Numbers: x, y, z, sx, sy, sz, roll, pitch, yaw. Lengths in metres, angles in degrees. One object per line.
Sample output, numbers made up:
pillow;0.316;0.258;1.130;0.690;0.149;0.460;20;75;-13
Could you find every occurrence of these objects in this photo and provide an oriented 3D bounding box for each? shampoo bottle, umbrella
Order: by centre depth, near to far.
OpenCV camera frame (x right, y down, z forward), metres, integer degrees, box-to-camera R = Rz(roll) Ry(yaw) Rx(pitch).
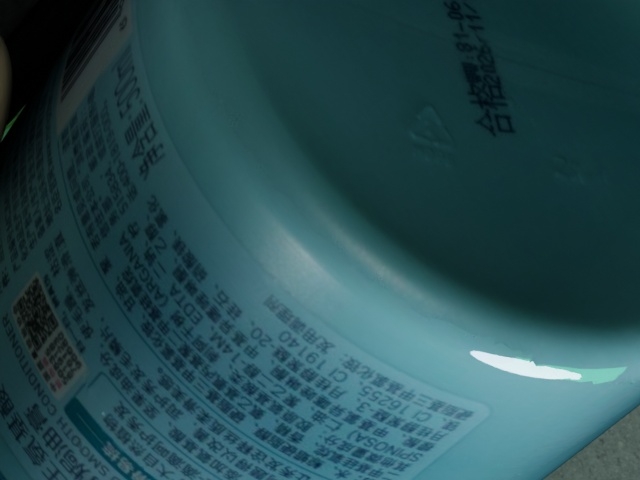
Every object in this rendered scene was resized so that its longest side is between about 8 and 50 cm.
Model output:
shampoo bottle;0.000;0.000;0.888;0.331;0.331;0.343;-35;171;-43
umbrella;-0.146;-0.105;0.910;0.133;0.031;0.036;-44;-168;27

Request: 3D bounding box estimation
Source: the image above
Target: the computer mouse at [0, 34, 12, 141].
computer mouse;-0.230;-0.016;0.809;0.236;0.082;0.145;-44;174;29
